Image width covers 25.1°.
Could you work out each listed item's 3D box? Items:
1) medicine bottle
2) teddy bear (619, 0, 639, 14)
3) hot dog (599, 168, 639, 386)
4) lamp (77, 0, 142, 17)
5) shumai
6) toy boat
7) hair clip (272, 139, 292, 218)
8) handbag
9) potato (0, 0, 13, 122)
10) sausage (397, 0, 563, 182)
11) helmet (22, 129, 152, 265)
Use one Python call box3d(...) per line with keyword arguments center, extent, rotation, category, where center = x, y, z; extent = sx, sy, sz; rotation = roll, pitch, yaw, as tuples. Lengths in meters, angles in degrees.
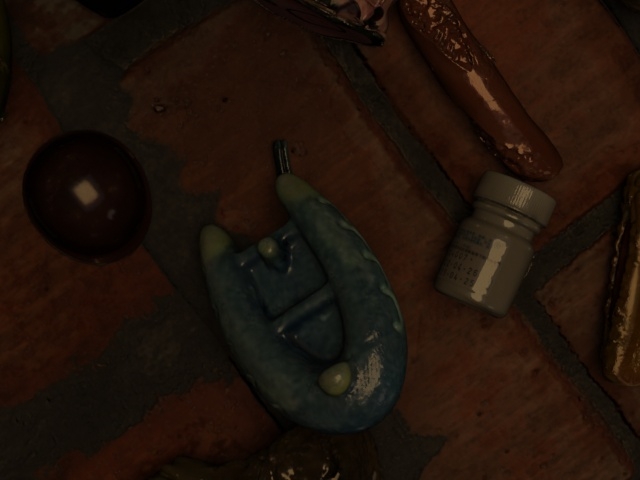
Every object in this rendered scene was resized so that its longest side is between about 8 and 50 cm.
box3d(center=(0.220, 0.006, 1.817), extent=(0.105, 0.105, 0.168), rotation=(25, 89, -8), category="medicine bottle")
box3d(center=(0.445, -0.377, 1.831), extent=(0.190, 0.140, 0.177), rotation=(-49, 55, 5), category="teddy bear")
box3d(center=(0.410, 0.045, 1.865), extent=(0.083, 0.068, 0.289), rotation=(12, 86, -31), category="hot dog")
box3d(center=(-0.189, -0.392, 1.762), extent=(0.203, 0.124, 0.283), rotation=(33, 84, -28), category="lamp")
box3d(center=(-0.083, 0.373, 1.786), extent=(0.283, 0.217, 0.346), rotation=(4, 75, 24), category="shumai")
box3d(center=(-0.024, 0.081, 1.714), extent=(0.215, 0.123, 0.330), rotation=(-30, 72, 11), category="toy boat")
box3d(center=(0.000, 0.000, 1.817), extent=(0.083, 0.048, 0.275), rotation=(-31, 94, -2), category="hair clip")
box3d(center=(0.019, -0.314, 1.740), extent=(0.205, 0.179, 0.116), rotation=(25, 90, 35), category="handbag")
box3d(center=(-0.460, -0.260, 1.704), extent=(0.176, 0.141, 0.298), rotation=(-11, 86, -20), category="potato")
box3d(center=(0.193, -0.205, 1.818), extent=(0.079, 0.087, 0.326), rotation=(-32, 98, 30), category="sausage")
box3d(center=(-0.283, -0.048, 1.749), extent=(0.155, 0.106, 0.175), rotation=(-24, 99, -6), category="helmet")
